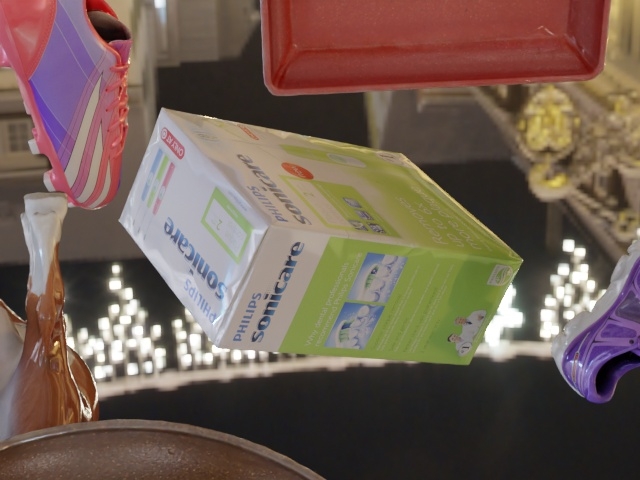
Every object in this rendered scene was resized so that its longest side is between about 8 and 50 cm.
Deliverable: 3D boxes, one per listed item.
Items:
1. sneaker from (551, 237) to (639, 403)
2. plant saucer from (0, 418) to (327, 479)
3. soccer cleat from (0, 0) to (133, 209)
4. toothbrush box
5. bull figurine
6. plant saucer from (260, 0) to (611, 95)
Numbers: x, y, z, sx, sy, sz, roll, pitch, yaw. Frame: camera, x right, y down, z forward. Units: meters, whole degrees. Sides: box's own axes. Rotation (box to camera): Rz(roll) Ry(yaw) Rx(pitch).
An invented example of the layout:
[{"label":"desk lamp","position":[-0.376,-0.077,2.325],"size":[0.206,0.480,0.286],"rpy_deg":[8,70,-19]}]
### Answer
[{"label":"sneaker","position":[0.251,0.057,0.959],"size":[0.068,0.170,0.071],"rpy_deg":[18,-152,-35]},{"label":"plant saucer","position":[-0.079,0.230,0.509],"size":[0.310,0.310,0.050],"rpy_deg":[-8,161,-18]},{"label":"soccer cleat","position":[-0.161,-0.104,0.862],"size":[0.095,0.248,0.083],"rpy_deg":[-17,-124,-3]},{"label":"toothbrush box","position":[0.000,0.000,1.114],"size":[0.283,0.122,0.206],"rpy_deg":[7,-153,-37]},{"label":"bull figurine","position":[-0.180,0.076,0.709],"size":[0.101,0.188,0.310],"rpy_deg":[-4,179,-18]},{"label":"plant saucer","position":[0.082,-0.236,0.906],"size":[0.258,0.259,0.048],"rpy_deg":[-3,-150,-3]}]
